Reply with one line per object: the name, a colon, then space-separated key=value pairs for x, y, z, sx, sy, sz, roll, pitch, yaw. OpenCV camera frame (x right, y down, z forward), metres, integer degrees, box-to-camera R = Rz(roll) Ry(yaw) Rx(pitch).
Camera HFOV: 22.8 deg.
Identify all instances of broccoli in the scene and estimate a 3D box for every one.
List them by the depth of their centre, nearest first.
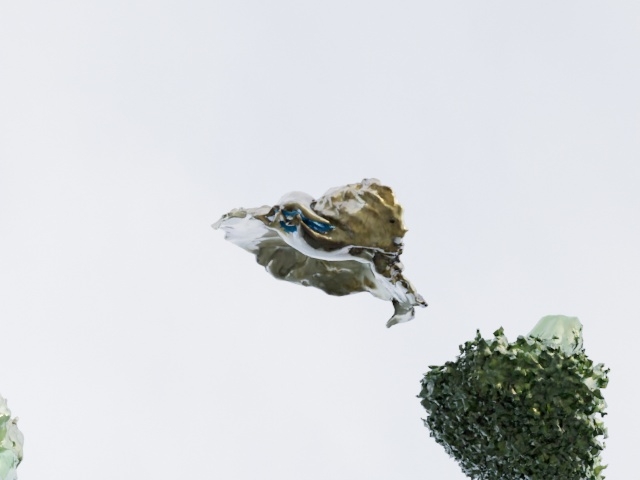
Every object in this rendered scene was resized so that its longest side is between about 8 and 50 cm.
broccoli: x=0.205 y=0.142 z=1.477 sx=0.194 sy=0.194 sz=0.220 roll=-24 pitch=-69 yaw=18

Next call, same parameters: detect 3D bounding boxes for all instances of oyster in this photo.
oyster: x=0.000 y=0.000 z=1.471 sx=0.222 sy=0.214 sz=0.083 roll=16 pitch=-109 yaw=22

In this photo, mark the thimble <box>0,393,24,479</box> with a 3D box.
thimble: x=-0.251 y=0.115 z=0.729 sx=0.219 sy=0.219 sz=0.150 roll=32 pitch=-69 yaw=0
